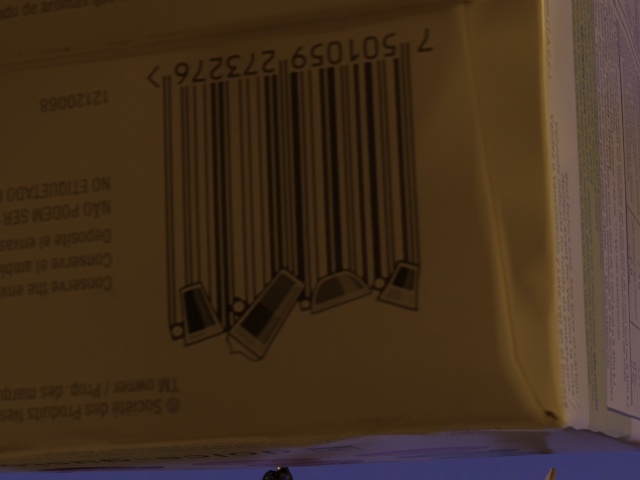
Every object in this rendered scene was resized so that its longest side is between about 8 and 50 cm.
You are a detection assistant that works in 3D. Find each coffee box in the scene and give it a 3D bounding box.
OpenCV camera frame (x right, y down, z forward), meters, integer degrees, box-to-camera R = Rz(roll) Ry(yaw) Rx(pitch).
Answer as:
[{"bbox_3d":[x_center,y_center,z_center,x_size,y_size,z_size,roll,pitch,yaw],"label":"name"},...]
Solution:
[{"bbox_3d":[-0.035,-0.068,0.685,0.338,0.334,0.338,-4,-100,18],"label":"coffee box"}]

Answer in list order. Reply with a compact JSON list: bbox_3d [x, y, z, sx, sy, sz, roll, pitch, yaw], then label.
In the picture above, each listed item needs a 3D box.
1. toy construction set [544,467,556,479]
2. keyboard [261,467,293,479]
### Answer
[{"bbox_3d":[0.199,0.242,1.046,0.257,0.237,0.309,2,-32,24],"label":"toy construction set"},{"bbox_3d":[0.006,0.315,1.373,0.033,0.201,0.317,-23,-39,0],"label":"keyboard"}]
